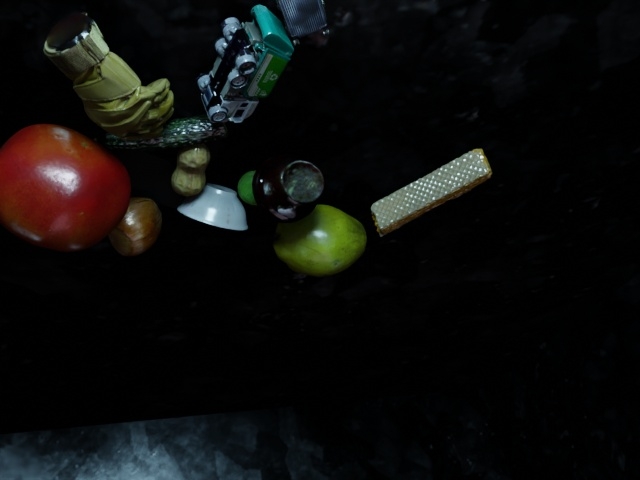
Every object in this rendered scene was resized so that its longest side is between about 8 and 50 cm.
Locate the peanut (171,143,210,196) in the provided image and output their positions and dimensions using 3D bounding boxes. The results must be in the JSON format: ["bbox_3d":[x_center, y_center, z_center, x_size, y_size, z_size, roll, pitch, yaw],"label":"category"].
[{"bbox_3d":[-0.309,-0.169,1.547,0.089,0.089,0.193,-1,145,-19],"label":"peanut"}]

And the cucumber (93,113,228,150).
[{"bbox_3d":[-0.355,-0.235,1.447,0.293,0.068,0.068,-9,150,-3],"label":"cucumber"}]

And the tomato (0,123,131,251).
[{"bbox_3d":[-0.547,-0.117,1.378,0.298,0.299,0.226,21,120,-43],"label":"tomato"}]

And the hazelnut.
[{"bbox_3d":[-0.475,-0.039,1.663,0.150,0.150,0.150,-9,150,-5],"label":"hazelnut"}]

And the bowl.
[{"bbox_3d":[-0.264,-0.095,1.662,0.189,0.189,0.086,12,102,-35],"label":"bowl"}]

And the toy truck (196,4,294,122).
[{"bbox_3d":[-0.152,-0.345,1.295,0.124,0.114,0.253,-5,151,-34],"label":"toy truck"}]

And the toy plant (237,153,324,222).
[{"bbox_3d":[-0.090,-0.126,1.645,0.217,0.176,0.235,15,168,-28],"label":"toy plant"}]

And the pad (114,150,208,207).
[{"bbox_3d":[-0.423,-0.153,1.615,0.243,0.004,0.163,18,138,-42],"label":"pad"}]

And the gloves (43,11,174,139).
[{"bbox_3d":[-0.394,-0.290,1.262,0.154,0.141,0.331,-20,149,11],"label":"gloves"}]

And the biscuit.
[{"bbox_3d":[0.302,-0.134,1.830,0.378,0.094,0.054,-28,152,26],"label":"biscuit"}]

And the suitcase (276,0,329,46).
[{"bbox_3d":[-0.035,-0.440,1.222,0.086,0.059,0.126,-17,149,6],"label":"suitcase"}]

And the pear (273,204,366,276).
[{"bbox_3d":[0.000,0.000,1.831,0.269,0.213,0.212,1,148,-10],"label":"pear"}]
